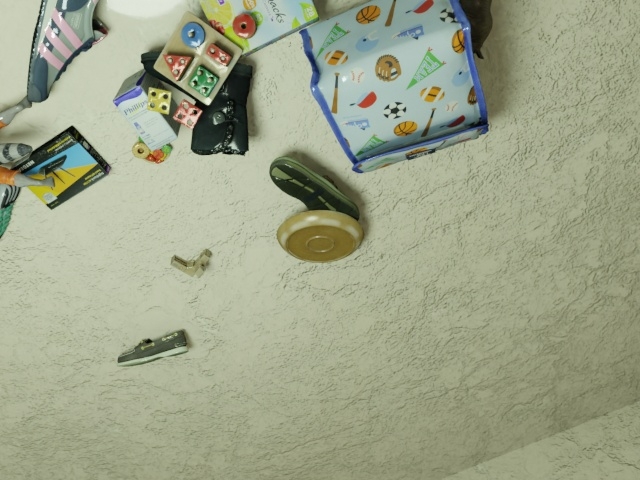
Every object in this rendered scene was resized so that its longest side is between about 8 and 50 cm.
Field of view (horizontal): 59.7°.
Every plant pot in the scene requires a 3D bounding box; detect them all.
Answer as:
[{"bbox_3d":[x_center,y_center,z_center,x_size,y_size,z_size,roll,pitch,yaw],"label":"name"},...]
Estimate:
[{"bbox_3d":[0.000,0.000,1.493,0.236,0.032,0.236,0,146,0],"label":"plant pot"}]

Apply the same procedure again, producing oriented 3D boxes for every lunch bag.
[{"bbox_3d":[0.180,-0.309,1.211,0.328,0.239,0.385,-16,147,14],"label":"lunch bag"}]

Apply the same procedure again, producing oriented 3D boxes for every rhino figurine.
[{"bbox_3d":[0.327,-0.487,1.227,0.106,0.073,0.243,-6,127,-1],"label":"rhino figurine"}]

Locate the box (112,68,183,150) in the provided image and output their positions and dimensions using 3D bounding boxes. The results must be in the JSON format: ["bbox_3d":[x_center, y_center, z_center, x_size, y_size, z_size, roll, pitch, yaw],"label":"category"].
[{"bbox_3d":[-0.374,-0.290,1.227,0.072,0.126,0.137,-24,124,11],"label":"box"}]

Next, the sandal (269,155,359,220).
[{"bbox_3d":[-0.002,-0.128,1.414,0.120,0.086,0.303,-23,133,31],"label":"sandal"}]

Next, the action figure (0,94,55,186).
[{"bbox_3d":[-0.777,-0.220,1.172,0.330,0.178,0.341,-13,120,-12],"label":"action figure"}]

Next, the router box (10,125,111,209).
[{"bbox_3d":[-0.614,-0.170,1.324,0.179,0.046,0.133,-29,124,11],"label":"router box"}]

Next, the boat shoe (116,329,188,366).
[{"bbox_3d":[-0.509,0.329,1.683,0.228,0.068,0.081,-15,166,7],"label":"boat shoe"}]

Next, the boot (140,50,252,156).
[{"bbox_3d":[-0.270,-0.292,1.217,0.246,0.094,0.207,4,97,-18],"label":"boot"}]

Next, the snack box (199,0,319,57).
[{"bbox_3d":[-0.130,-0.486,1.128,0.207,0.070,0.174,-25,103,7],"label":"snack box"}]

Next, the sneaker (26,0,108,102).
[{"bbox_3d":[-0.512,-0.405,1.139,0.131,0.112,0.319,11,130,-33],"label":"sneaker"}]

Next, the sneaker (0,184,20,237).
[{"bbox_3d":[-0.817,-0.071,1.359,0.098,0.083,0.223,32,110,-6],"label":"sneaker"}]

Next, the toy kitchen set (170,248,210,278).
[{"bbox_3d":[-0.352,0.059,1.512,0.075,0.068,0.083,33,114,-27],"label":"toy kitchen set"}]

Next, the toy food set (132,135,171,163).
[{"bbox_3d":[-0.402,-0.220,1.337,0.083,0.020,0.082,32,115,-26],"label":"toy food set"}]

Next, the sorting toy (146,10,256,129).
[{"bbox_3d":[-0.251,-0.353,1.109,0.132,0.046,0.274,34,105,-9],"label":"sorting toy"}]
